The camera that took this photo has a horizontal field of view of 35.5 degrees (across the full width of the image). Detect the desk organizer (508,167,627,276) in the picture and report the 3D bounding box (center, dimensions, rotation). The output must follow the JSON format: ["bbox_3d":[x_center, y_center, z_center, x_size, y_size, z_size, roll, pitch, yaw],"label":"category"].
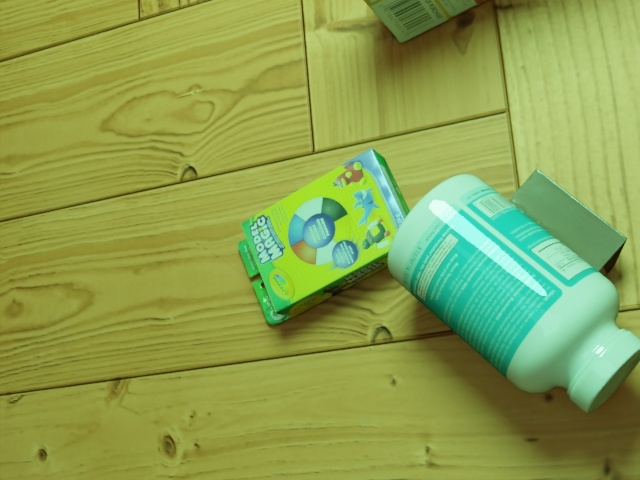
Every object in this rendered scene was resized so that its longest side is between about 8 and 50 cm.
[{"bbox_3d":[0.271,-0.018,1.091,0.130,0.047,0.050,43,95,25],"label":"desk organizer"}]

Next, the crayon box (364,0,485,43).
[{"bbox_3d":[0.188,-0.357,1.111,0.323,0.203,0.083,-23,71,18],"label":"crayon box"}]

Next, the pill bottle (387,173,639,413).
[{"bbox_3d":[0.207,0.059,1.048,0.264,0.146,0.146,43,98,26],"label":"pill bottle"}]

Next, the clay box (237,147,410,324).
[{"bbox_3d":[0.000,0.000,1.205,0.222,0.053,0.127,-29,69,15],"label":"clay box"}]
